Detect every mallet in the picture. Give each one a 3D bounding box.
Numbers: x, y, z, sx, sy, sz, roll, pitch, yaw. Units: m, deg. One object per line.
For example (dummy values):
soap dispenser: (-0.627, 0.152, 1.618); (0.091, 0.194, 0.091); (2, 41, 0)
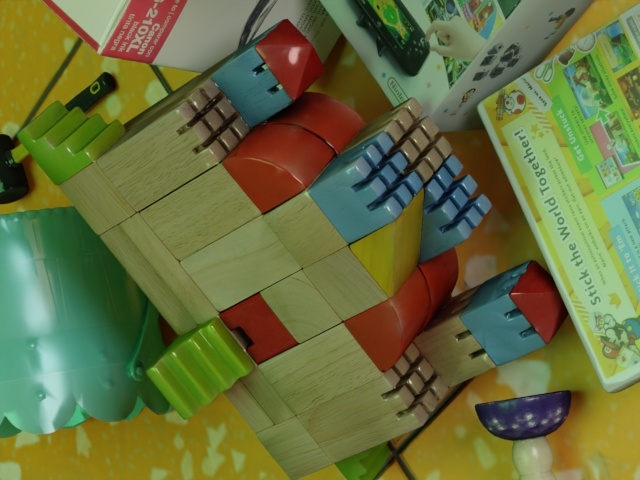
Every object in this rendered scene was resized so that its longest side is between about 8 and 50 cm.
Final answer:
mallet: (-0.247, -0.091, 1.820); (0.190, 0.039, 0.062); (-25, 76, 39)

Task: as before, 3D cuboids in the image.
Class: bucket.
bucket: (-0.264, 0.078, 1.696); (0.281, 0.281, 0.183); (-11, 85, 45)

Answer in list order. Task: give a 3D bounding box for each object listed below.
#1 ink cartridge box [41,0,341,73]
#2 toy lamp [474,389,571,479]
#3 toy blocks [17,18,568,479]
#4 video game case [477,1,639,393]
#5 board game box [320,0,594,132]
ink cartridge box: (-0.111, -0.208, 1.519); (0.172, 0.237, 0.100); (43, 113, 33)
toy lamp: (0.170, 0.246, 1.418); (0.080, 0.080, 0.274); (-12, 85, 45)
toy blocks: (0.000, 0.000, 1.427); (0.261, 0.191, 0.381); (-29, 103, 41)
video game case: (0.232, -0.042, 1.332); (0.206, 0.026, 0.227); (-31, 73, 29)
board game box: (0.117, -0.257, 1.399); (0.303, 0.097, 0.224); (-51, 61, 35)
